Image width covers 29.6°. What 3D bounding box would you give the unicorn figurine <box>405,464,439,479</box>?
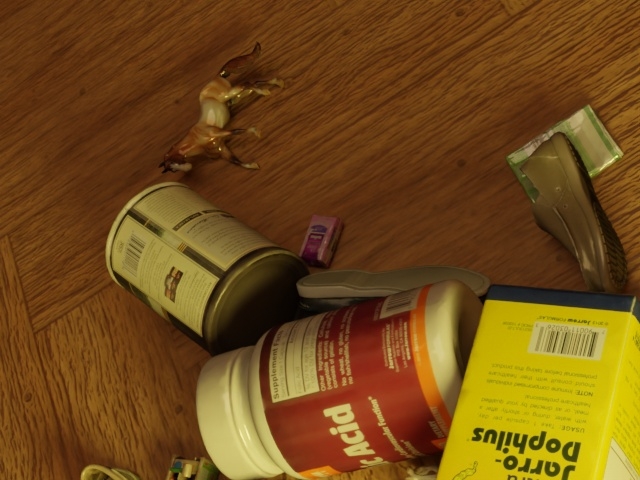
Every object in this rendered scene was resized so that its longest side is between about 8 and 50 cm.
[{"bbox_3d":[0.166,0.341,1.645,0.111,0.060,0.162,11,84,24],"label":"unicorn figurine"}]

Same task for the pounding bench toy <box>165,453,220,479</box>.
[{"bbox_3d":[-0.204,0.351,1.825,0.065,0.083,0.052,1,65,29],"label":"pounding bench toy"}]

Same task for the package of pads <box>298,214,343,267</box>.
[{"bbox_3d":[0.000,0.000,1.942,0.050,0.032,0.083,6,67,35],"label":"package of pads"}]

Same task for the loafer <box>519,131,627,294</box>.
[{"bbox_3d":[0.355,-0.028,1.718,0.092,0.102,0.268,-28,52,22],"label":"loafer"}]

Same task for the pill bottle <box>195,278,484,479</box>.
[{"bbox_3d":[0.040,0.206,1.677,0.392,0.224,0.224,-17,56,24],"label":"pill bottle"}]

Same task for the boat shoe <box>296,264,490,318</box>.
[{"bbox_3d":[0.110,0.095,1.792,0.302,0.091,0.114,1,20,31],"label":"boat shoe"}]

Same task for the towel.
[{"bbox_3d":[0.363,-0.128,1.814,0.152,0.023,0.113,-32,52,11],"label":"towel"}]

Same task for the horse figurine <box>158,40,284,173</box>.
[{"bbox_3d":[-0.167,-0.224,2.144,0.174,0.066,0.263,4,68,25],"label":"horse figurine"}]

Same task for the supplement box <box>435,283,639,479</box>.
[{"bbox_3d":[0.280,0.257,1.473,0.195,0.194,0.356,3,62,32],"label":"supplement box"}]

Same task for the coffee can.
[{"bbox_3d":[-0.179,0.050,1.906,0.275,0.201,0.201,32,82,38],"label":"coffee can"}]

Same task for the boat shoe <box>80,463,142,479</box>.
[{"bbox_3d":[-0.263,0.445,1.796,0.109,0.098,0.302,-45,52,0],"label":"boat shoe"}]
